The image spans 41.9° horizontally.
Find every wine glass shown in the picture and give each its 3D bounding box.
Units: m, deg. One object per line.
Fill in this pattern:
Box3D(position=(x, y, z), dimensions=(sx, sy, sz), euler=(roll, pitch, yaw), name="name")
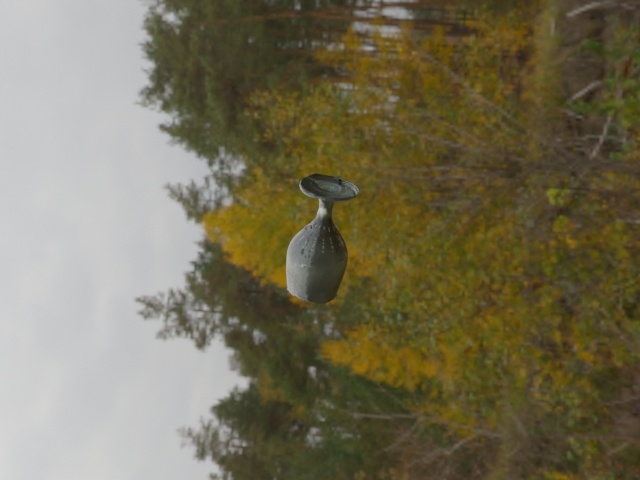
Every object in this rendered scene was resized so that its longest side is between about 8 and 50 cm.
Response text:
Box3D(position=(0.000, 0.000, 1.644), dimensions=(0.126, 0.127, 0.241), euler=(-73, -8, -64), name="wine glass")
